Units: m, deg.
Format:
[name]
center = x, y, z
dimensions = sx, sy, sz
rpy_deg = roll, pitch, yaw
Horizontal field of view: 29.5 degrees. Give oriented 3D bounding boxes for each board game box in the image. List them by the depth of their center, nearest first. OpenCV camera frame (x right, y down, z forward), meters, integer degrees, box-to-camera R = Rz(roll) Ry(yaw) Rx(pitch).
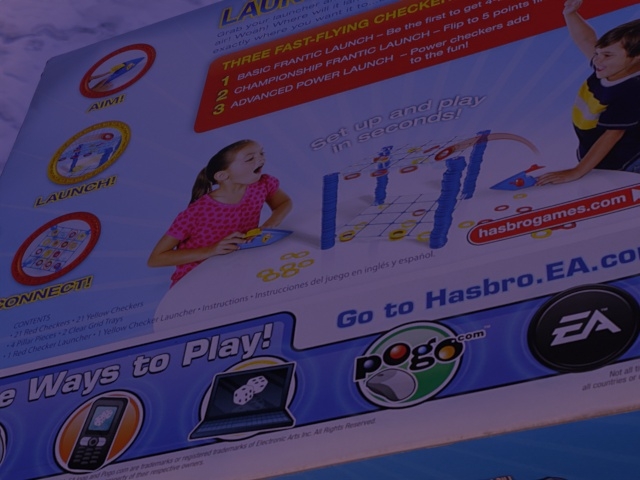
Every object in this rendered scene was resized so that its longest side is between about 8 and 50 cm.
[board game box]
center = 0.000, 0.000, 0.502
dimensions = 0.308, 0.086, 0.302
rpy_deg = -14, 40, 19
